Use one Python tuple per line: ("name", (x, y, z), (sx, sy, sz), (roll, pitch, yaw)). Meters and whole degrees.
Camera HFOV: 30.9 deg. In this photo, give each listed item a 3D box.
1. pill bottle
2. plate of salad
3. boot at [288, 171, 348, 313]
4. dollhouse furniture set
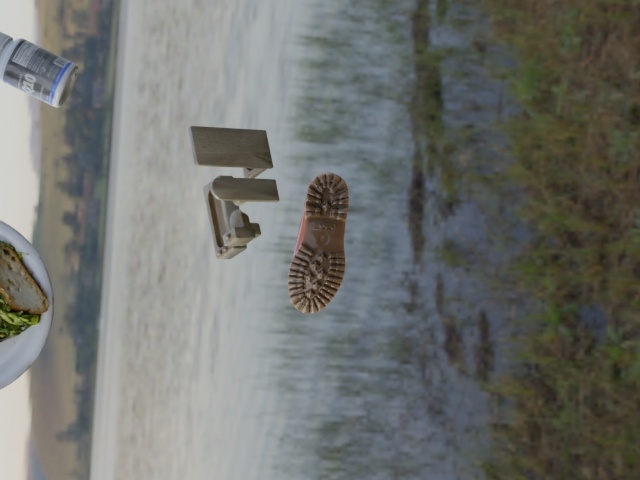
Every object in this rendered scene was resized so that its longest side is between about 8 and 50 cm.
("pill bottle", (-0.464, -0.275, 1.847), (0.078, 0.137, 0.078), (-154, 90, -87))
("plate of salad", (-0.373, 0.068, 1.171), (0.048, 0.200, 0.199), (-152, 66, -76))
("boot", (0.000, 0.000, 1.278), (0.084, 0.059, 0.157), (-105, 27, -80))
("dollhouse furniture set", (-0.154, -0.063, 1.632), (0.151, 0.123, 0.144), (-30, 66, 49))
